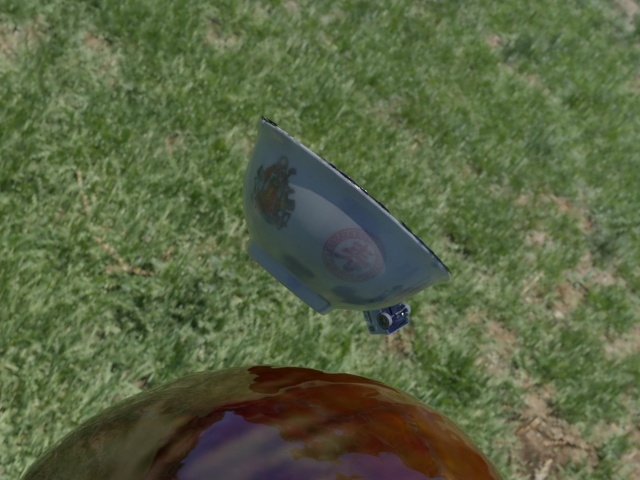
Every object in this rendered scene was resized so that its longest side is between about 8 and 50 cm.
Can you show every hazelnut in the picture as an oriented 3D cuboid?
[{"bbox_3d":[-0.029,0.271,0.685,0.429,0.402,0.402,9,13,40],"label":"hazelnut"}]

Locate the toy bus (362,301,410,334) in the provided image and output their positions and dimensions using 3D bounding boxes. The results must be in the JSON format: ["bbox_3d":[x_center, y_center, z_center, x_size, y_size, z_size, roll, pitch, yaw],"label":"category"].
[{"bbox_3d":[0.107,0.094,1.635,0.073,0.076,0.167,-22,97,-43],"label":"toy bus"}]

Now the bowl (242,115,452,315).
[{"bbox_3d":[0.000,0.000,1.180,0.345,0.157,0.345,40,-1,1],"label":"bowl"}]
